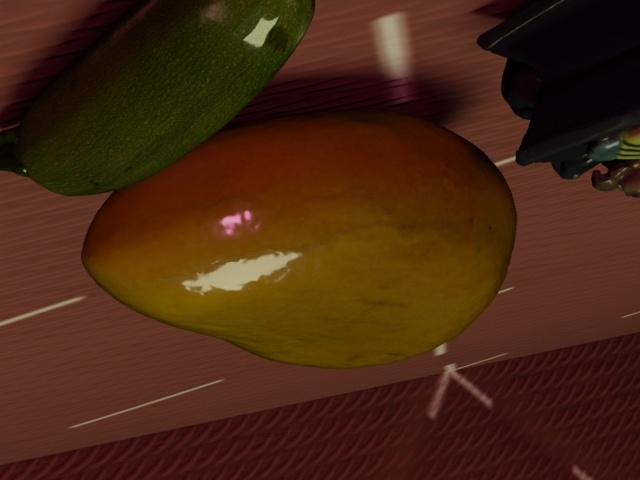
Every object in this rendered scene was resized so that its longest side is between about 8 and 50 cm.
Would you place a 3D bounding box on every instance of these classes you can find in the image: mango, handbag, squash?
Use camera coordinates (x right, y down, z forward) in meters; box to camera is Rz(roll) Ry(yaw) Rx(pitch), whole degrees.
[{"bbox_3d":[0.008,-0.003,1.087,0.195,0.142,0.332,-26,165,18],"label":"mango"},{"bbox_3d":[0.282,-0.114,1.016,0.329,0.122,0.303,-22,169,31],"label":"handbag"},{"bbox_3d":[-0.079,-0.066,0.826,0.066,0.066,0.252,-9,167,-36],"label":"squash"}]
